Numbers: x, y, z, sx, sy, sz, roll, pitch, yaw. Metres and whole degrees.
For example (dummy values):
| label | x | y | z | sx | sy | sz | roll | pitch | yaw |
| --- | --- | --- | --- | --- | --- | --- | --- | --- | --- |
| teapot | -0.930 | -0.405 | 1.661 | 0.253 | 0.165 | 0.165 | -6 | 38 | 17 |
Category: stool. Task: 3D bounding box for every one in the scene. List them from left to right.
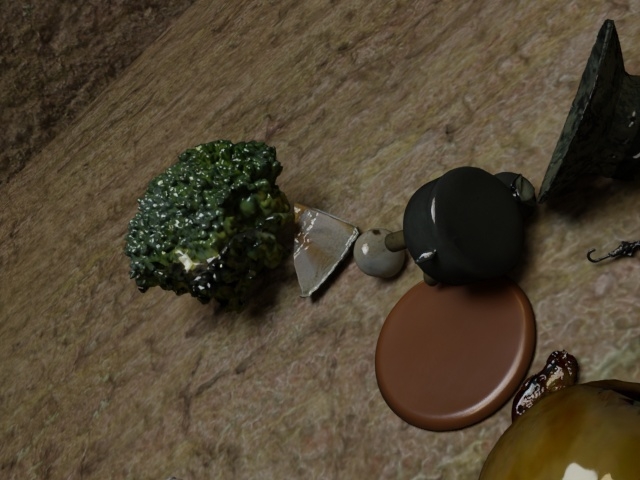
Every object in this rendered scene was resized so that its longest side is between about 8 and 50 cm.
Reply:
| label | x | y | z | sx | sy | sz | roll | pitch | yaw |
| --- | --- | --- | --- | --- | --- | --- | --- | --- | --- |
| stool | 0.206 | -0.015 | 0.904 | 0.139 | 0.228 | 0.153 | -27 | 70 | 60 |

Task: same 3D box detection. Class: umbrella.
| label | x | y | z | sx | sy | sz | roll | pitch | yaw |
| --- | --- | --- | --- | --- | --- | --- | --- | --- | --- |
| umbrella | 0.407 | 0.001 | 0.793 | 0.149 | 0.022 | 0.022 | -19 | 10 | 23 |

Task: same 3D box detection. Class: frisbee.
| label | x | y | z | sx | sy | sz | roll | pitch | yaw |
| --- | --- | --- | --- | --- | --- | --- | --- | --- | --- |
| frisbee | 0.179 | 0.143 | 0.898 | 0.251 | 0.021 | 0.250 | -26 | 43 | 27 |

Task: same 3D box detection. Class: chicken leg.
| label | x | y | z | sx | sy | sz | roll | pitch | yaw |
| --- | --- | --- | --- | --- | --- | --- | --- | --- | --- |
| chicken leg | 0.261 | 0.196 | 0.765 | 0.062 | 0.037 | 0.145 | 35 | 84 | 39 |

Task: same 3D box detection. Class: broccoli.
| label | x | y | z | sx | sy | sz | roll | pitch | yaw |
| --- | --- | --- | --- | --- | --- | --- | --- | --- | --- |
| broccoli | -0.199 | -0.034 | 1.188 | 0.324 | 0.272 | 0.334 | -32 | 41 | 58 |

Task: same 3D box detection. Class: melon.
| label | x | y | z | sx | sy | sz | roll | pitch | yaw |
| --- | --- | --- | --- | --- | --- | --- | --- | --- | --- |
| melon | 0.005 | 0.001 | 1.136 | 0.139 | 0.093 | 0.202 | -14 | 55 | 27 |

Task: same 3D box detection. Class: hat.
| label | x | y | z | sx | sy | sz | roll | pitch | yaw |
| --- | --- | --- | --- | --- | --- | --- | --- | --- | --- |
| hat | 0.385 | -0.149 | 0.835 | 0.128 | 0.265 | 0.265 | 21 | 72 | 17 |

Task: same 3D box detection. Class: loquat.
| label | x | y | z | sx | sy | sz | roll | pitch | yaw |
| --- | --- | --- | --- | --- | --- | --- | --- | --- | --- |
| loquat | 0.263 | 0.256 | 0.554 | 0.263 | 0.263 | 0.263 | -26 | 43 | 28 |

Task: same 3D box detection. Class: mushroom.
| label | x | y | z | sx | sy | sz | roll | pitch | yaw |
| --- | --- | --- | --- | --- | --- | --- | --- | --- | --- |
| mushroom | 0.093 | 0.024 | 1.046 | 0.085 | 0.085 | 0.079 | -62 | 4 | -15 |

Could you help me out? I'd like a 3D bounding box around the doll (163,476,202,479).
| label | x | y | z | sx | sy | sz | roll | pitch | yaw |
| --- | --- | --- | --- | --- | --- | --- | --- | --- | --- |
| doll | -0.225 | 0.417 | 1.040 | 0.127 | 0.073 | 0.084 | 2 | 28 | 41 |
